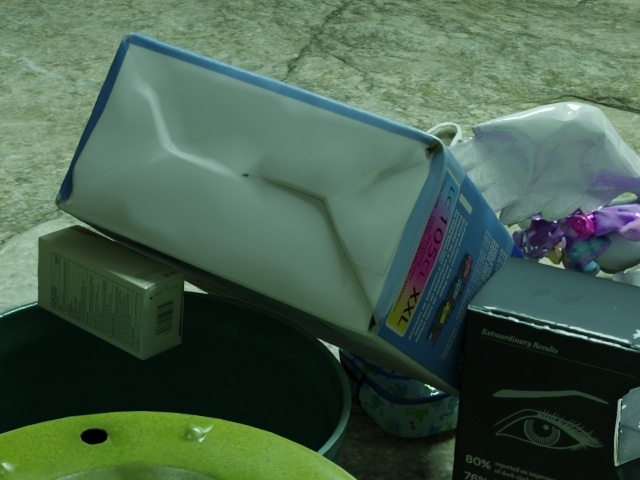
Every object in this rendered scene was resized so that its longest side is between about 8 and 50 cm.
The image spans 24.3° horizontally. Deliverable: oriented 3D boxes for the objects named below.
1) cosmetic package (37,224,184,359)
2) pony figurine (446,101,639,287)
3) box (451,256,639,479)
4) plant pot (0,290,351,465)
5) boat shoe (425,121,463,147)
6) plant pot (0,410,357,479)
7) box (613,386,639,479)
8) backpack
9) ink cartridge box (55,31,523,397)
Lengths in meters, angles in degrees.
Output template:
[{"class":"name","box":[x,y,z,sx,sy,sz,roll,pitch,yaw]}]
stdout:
[{"class":"cosmetic package","box":[-0.153,0.036,1.076,0.115,0.060,0.041,24,30,34]},{"class":"pony figurine","box":[0.303,-0.015,1.454,0.351,0.303,0.363,-24,2,-3]},{"class":"box","box":[0.197,0.137,1.193,0.153,0.207,0.108,15,28,23]},{"class":"plant pot","box":[-0.131,0.186,1.059,0.293,0.196,0.293,4,25,-2]},{"class":"boat shoe","box":[0.094,-0.074,1.754,0.098,0.096,0.277,15,28,22]},{"class":"plant pot","box":[-0.086,0.284,0.676,0.366,0.353,0.366,3,26,-1]},{"class":"box","box":[0.408,0.177,0.837,0.395,0.318,0.097,-23,18,22]},{"class":"backpack","box":[0.079,0.122,1.354,0.105,0.084,0.114,-13,34,-25]},{"class":"ink cartridge box","box":[0.000,0.000,1.201,0.270,0.151,0.395,22,-8,20]}]
